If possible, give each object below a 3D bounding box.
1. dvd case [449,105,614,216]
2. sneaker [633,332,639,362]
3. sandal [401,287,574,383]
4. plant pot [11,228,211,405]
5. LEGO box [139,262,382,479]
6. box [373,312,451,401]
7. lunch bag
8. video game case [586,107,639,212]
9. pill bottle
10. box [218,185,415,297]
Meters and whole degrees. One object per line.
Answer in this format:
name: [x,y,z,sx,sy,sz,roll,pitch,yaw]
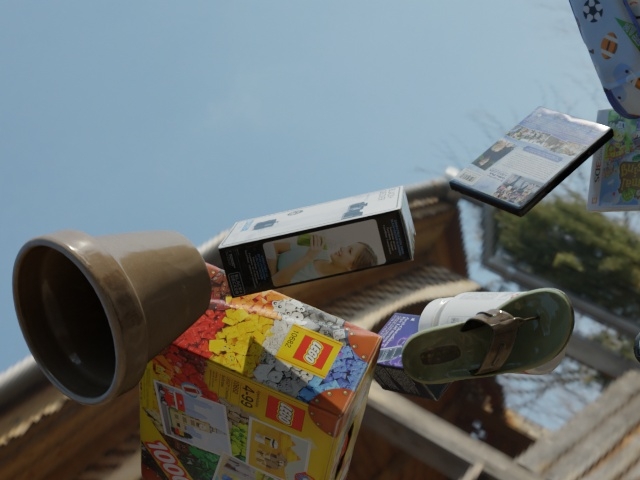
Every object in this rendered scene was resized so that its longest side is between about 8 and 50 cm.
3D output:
dvd case: [0.379,-0.147,1.991,0.253,0.180,0.022,-39,-51,-20]
sneaker: [0.678,0.224,1.913,0.106,0.267,0.101,75,-146,-75]
sandal: [0.268,0.167,1.788,0.086,0.302,0.120,15,-124,-66]
plant pot: [-0.292,0.084,1.648,0.229,0.263,0.263,-25,-46,-41]
LEGO box: [-0.123,0.311,2.007,0.500,0.372,0.193,99,-163,-49]
box: [0.212,0.256,2.456,0.153,0.207,0.108,-50,-65,-23]
lunch bag: [0.523,-0.339,1.754,0.243,0.115,0.303,-20,-90,-40]
video game case: [0.567,-0.148,1.956,0.023,0.212,0.193,11,-96,-34]
pill bottle: [0.339,0.182,2.204,0.160,0.283,0.160,2,-93,-38]
box: [0.000,0.000,1.741,0.169,0.290,0.087,-65,-38,-73]
